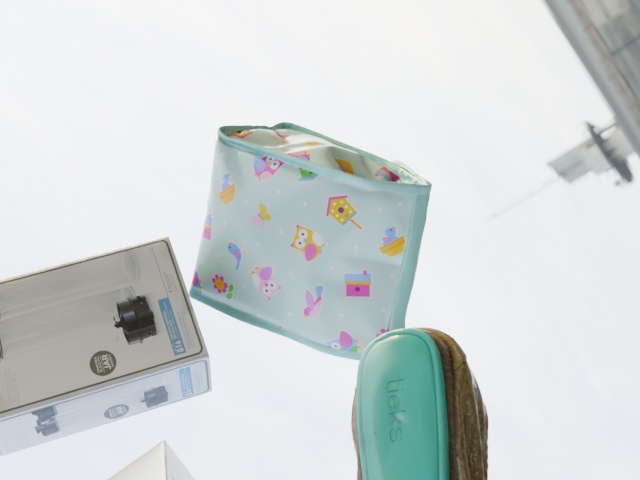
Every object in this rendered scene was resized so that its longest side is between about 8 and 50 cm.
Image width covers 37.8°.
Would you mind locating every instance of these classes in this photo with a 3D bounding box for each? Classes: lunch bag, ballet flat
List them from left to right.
[{"bbox_3d":[0.000,0.000,1.074,0.262,0.224,0.160,21,-161,30],"label":"lunch bag"},{"bbox_3d":[0.070,0.227,0.616,0.124,0.116,0.342,41,-137,-45],"label":"ballet flat"}]

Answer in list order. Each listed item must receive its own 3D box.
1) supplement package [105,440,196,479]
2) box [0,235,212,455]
[{"bbox_3d":[-0.115,0.228,0.620,0.105,0.105,0.179,56,175,-12],"label":"supplement package"},{"bbox_3d":[-0.279,0.118,1.013,0.087,0.289,0.169,96,156,-56],"label":"box"}]
